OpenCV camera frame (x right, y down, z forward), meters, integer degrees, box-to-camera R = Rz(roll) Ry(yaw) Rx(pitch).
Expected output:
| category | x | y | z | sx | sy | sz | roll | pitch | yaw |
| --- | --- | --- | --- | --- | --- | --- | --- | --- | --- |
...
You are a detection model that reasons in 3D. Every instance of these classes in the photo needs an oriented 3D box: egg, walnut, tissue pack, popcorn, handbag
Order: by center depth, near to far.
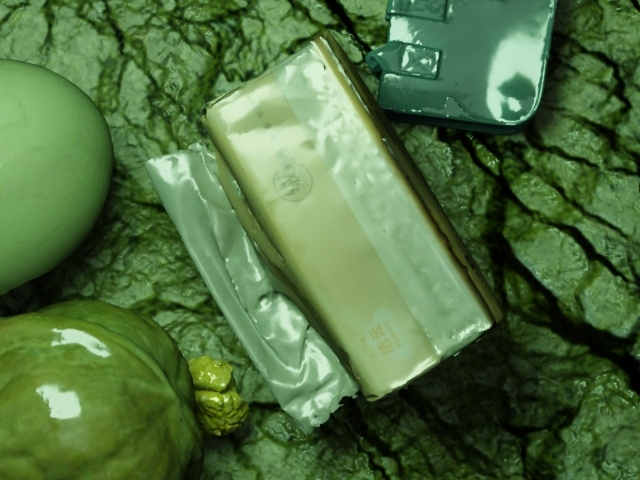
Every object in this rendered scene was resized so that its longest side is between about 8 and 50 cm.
| category | x | y | z | sx | sy | sz | roll | pitch | yaw |
| --- | --- | --- | --- | --- | --- | --- | --- | --- | --- |
| walnut | -0.240 | 0.177 | 1.533 | 0.283 | 0.227 | 0.283 | 8 | 128 | 10 |
| egg | -0.319 | -0.054 | 1.554 | 0.269 | 0.219 | 0.219 | -30 | 87 | -8 |
| tissue pack | 0.000 | 0.000 | 1.562 | 0.239 | 0.238 | 0.305 | -31 | 88 | -3 |
| popcorn | -0.115 | 0.150 | 1.612 | 0.084 | 0.084 | 0.084 | 0 | 86 | -1 |
| handbag | 0.140 | -0.225 | 1.656 | 0.179 | 0.062 | 0.229 | 7 | 86 | 3 |

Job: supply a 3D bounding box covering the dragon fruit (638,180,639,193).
| category | x | y | z | sx | sy | sz | roll | pitch | yaw |
| --- | --- | --- | --- | --- | --- | --- | --- | --- | --- |
| dragon fruit | 0.434 | -0.063 | 1.547 | 0.277 | 0.277 | 0.342 | -26 | 95 | -3 |
